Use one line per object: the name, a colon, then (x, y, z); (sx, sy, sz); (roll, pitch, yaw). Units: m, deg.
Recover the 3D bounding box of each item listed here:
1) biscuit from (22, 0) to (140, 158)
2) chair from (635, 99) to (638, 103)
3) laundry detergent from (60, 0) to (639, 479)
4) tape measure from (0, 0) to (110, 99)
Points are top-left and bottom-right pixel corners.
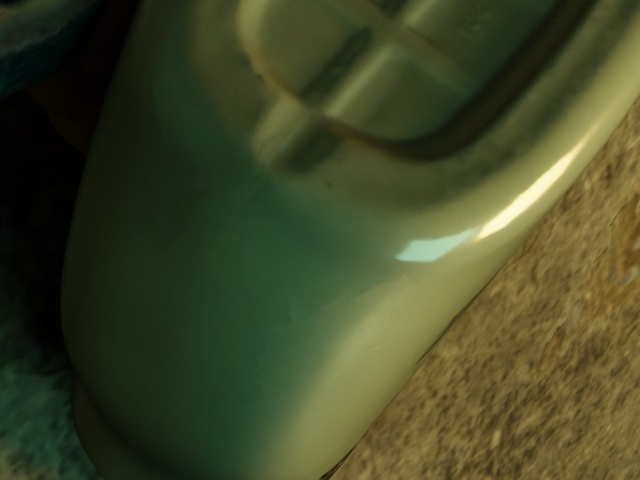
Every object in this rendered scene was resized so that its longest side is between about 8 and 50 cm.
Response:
biscuit: (-0.035, -0.167, 0.555); (0.183, 0.047, 0.319); (-4, 123, -55)
chair: (0.277, -0.141, 0.847); (0.191, 0.203, 0.274); (-9, 135, -34)
laundry detergent: (0.000, 0.000, 0.624); (0.264, 0.125, 0.398); (-54, 175, -32)
tape measure: (-0.151, -0.107, 0.361); (0.256, 0.147, 0.275); (-41, 146, -17)
